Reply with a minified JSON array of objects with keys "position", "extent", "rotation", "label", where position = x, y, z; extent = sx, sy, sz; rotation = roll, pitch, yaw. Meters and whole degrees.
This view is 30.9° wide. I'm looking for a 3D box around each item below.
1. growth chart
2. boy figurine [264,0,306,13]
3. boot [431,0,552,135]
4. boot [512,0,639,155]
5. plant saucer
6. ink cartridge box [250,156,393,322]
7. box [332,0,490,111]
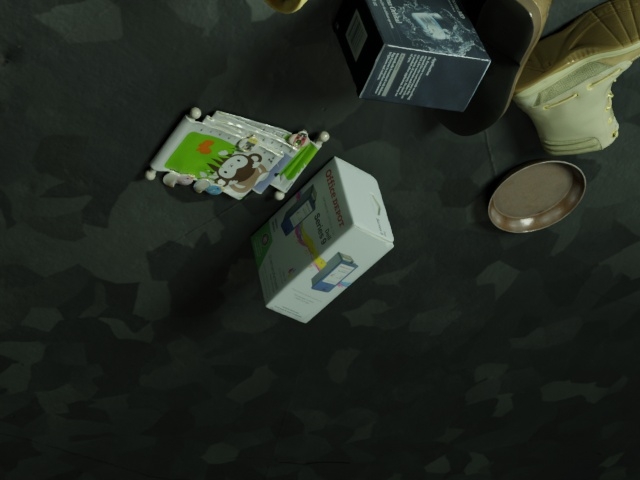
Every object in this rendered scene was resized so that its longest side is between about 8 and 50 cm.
[{"position":[-0.127,-0.122,1.709],"extent":[0.237,0.021,0.172],"rotation":[10,135,-27],"label":"growth chart"},{"position":[-0.136,-0.340,1.338],"extent":[0.285,0.092,0.177],"rotation":[21,144,-11],"label":"boy figurine"},{"position":[0.250,-0.258,1.620],"extent":[0.115,0.112,0.305],"rotation":[-47,173,-33],"label":"boot"},{"position":[0.418,-0.235,1.704],"extent":[0.262,0.095,0.203],"rotation":[-27,139,15],"label":"boot"},{"position":[0.354,-0.079,1.914],"extent":[0.168,0.029,0.168],"rotation":[-9,139,-8],"label":"plant saucer"},{"position":[0.000,0.000,1.785],"extent":[0.093,0.154,0.212],"rotation":[26,125,-37],"label":"ink cartridge box"},{"position":[0.117,-0.260,1.526],"extent":[0.158,0.156,0.093],"rotation":[5,135,-24],"label":"box"}]
